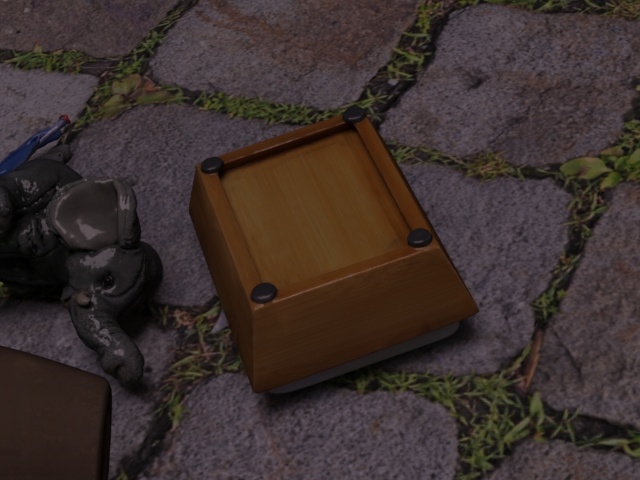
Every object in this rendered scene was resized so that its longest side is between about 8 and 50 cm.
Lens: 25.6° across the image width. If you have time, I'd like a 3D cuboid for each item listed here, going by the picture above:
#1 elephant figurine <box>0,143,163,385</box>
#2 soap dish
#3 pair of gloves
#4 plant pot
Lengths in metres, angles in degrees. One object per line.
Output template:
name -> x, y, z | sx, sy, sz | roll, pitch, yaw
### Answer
elephant figurine -> -0.235, 0.018, 1.448 | 0.239, 0.186, 0.169 | 19, 8, 18
soap dish -> 0.000, 0.000, 1.406 | 0.228, 0.118, 0.291 | -19, 41, -5
pair of gloves -> -0.350, -0.084, 1.590 | 0.159, 0.023, 0.198 | -42, 13, -16
plant pot -> -0.290, 0.178, 1.141 | 0.229, 0.263, 0.263 | 4, 43, -4
